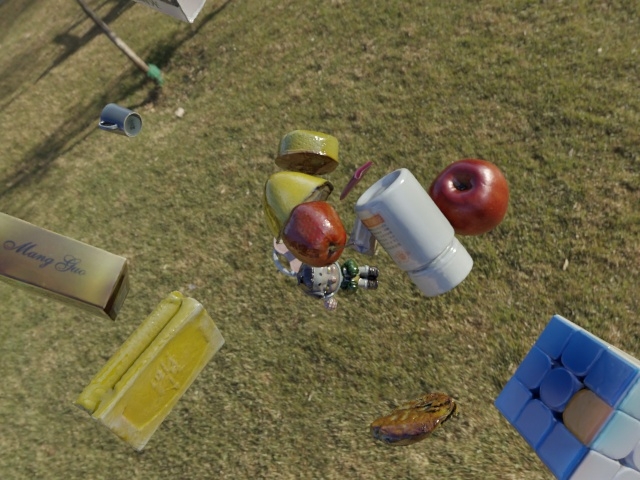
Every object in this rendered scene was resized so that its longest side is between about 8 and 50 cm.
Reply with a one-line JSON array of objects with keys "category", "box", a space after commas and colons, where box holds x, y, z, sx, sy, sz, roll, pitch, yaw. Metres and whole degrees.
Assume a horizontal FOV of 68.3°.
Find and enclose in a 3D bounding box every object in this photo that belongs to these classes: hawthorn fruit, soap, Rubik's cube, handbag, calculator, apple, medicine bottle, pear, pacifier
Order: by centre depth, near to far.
[{"category": "soap", "box": [-0.366, 0.287, 1.062, 0.091, 0.199, 0.315, 20, 55, 28]}, {"category": "Rubik's cube", "box": [0.647, 0.396, 1.086, 0.290, 0.291, 0.291, -60, 15, 7]}, {"category": "hawthorn fruit", "box": [0.000, 0.000, 1.152, 0.162, 0.162, 0.203, -43, 48, 1]}, {"category": "medicine bottle", "box": [0.291, -0.022, 1.471, 0.211, 0.371, 0.211, -37, 13, 10]}, {"category": "pear", "box": [-0.107, -0.135, 1.515, 0.178, 0.267, 0.267, 42, 88, 4]}, {"category": "apple", "box": [0.485, -0.145, 1.565, 0.260, 0.216, 0.260, -9, 69, 25]}, {"category": "handbag", "box": [0.165, -0.041, 1.642, 0.117, 0.095, 0.173, 35, 112, 58]}, {"category": "calculator", "box": [0.138, -0.241, 1.863, 0.034, 0.190, 0.126, 38, 129, 3]}, {"category": "pacifier", "box": [-0.076, 0.017, 2.139, 0.332, 0.220, 0.273, 50, 132, 28]}]

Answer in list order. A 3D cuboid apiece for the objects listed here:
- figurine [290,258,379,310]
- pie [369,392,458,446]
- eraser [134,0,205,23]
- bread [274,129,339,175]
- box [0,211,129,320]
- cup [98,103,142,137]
[{"category": "figurine", "box": [0.063, 0.153, 1.995, 0.370, 0.167, 0.281, 2, 93, -15]}, {"category": "pie", "box": [0.324, 0.591, 1.572, 0.308, 0.308, 0.085, -24, 81, 15]}, {"category": "eraser", "box": [-0.343, -0.492, 0.823, 0.287, 0.130, 0.086, 26, 84, 10]}, {"category": "bread", "box": [-0.051, -0.348, 1.935, 0.270, 0.270, 0.148, 0, 79, 27]}, {"category": "box", "box": [-0.335, 0.044, 0.610, 0.240, 0.159, 0.071, -33, 34, 66]}, {"category": "cup", "box": [-0.533, -0.311, 1.248, 0.077, 0.078, 0.100, 21, 41, 19]}]
